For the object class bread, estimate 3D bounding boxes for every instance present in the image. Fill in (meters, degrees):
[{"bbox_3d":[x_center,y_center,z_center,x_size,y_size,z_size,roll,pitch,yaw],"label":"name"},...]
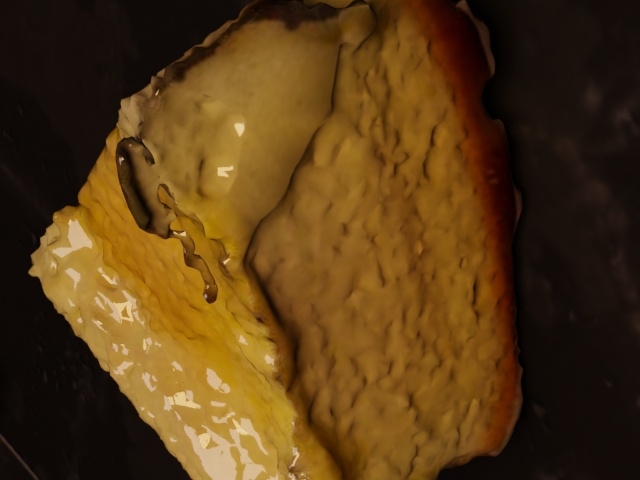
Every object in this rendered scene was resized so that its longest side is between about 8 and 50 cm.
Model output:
[{"bbox_3d":[0.000,0.000,0.453,0.169,0.140,0.160,48,148,16],"label":"bread"}]
